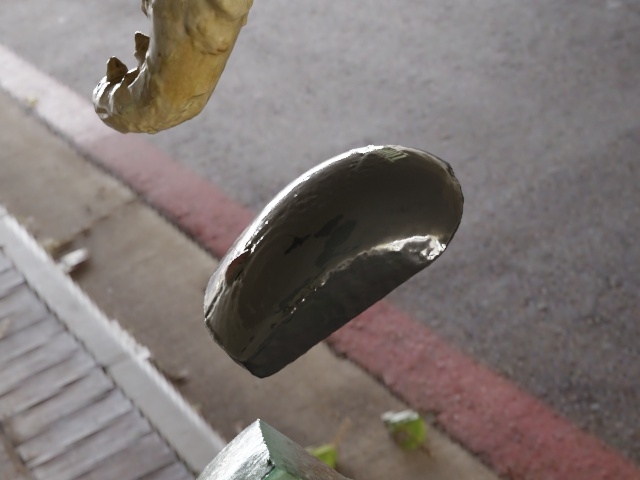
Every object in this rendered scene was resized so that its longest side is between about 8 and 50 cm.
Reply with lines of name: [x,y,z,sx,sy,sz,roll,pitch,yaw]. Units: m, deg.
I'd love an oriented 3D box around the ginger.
ginger: [-0.069,-0.103,0.705,0.051,0.173,0.069,-15,61,-42]

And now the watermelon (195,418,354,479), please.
watermelon: [-0.074,0.322,1.462,0.264,0.302,0.151,-55,44,6]

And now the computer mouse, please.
computer mouse: [0.000,0.000,1.363,0.269,0.100,0.170,-37,27,11]
